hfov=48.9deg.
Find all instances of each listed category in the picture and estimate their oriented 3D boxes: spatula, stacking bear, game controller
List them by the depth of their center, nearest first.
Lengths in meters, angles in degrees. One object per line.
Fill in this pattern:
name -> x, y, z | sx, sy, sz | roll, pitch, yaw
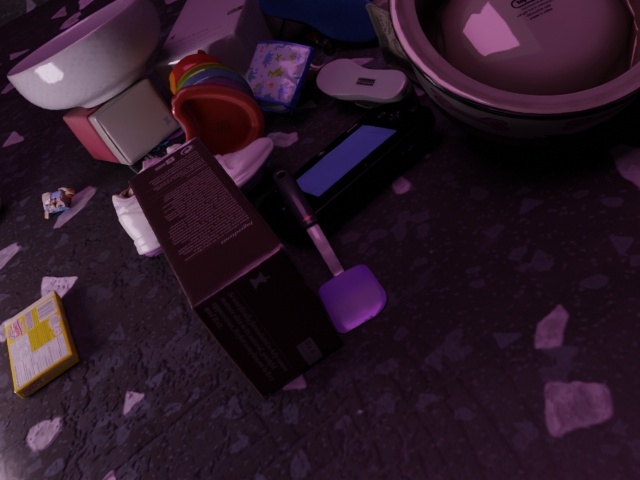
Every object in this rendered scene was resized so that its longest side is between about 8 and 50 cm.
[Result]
spatula -> 0.000, 0.000, 1.015 | 0.084, 0.030, 0.296 | -29, 62, -1
game controller -> 0.041, -0.124, 1.158 | 0.319, 0.067, 0.166 | -41, 39, -16
stacking bear -> -0.218, -0.276, 1.369 | 0.164, 0.175, 0.289 | -12, 37, -13

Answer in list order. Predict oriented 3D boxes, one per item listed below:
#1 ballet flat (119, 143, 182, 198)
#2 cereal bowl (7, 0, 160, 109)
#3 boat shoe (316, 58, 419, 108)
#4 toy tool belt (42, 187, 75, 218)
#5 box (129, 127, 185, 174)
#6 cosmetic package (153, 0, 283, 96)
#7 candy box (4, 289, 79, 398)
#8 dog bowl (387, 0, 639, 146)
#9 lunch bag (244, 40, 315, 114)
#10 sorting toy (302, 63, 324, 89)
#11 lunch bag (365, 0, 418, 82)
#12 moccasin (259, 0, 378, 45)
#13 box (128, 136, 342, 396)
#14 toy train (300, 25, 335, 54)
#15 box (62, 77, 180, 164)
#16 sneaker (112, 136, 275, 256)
ballet flat -> -0.289, -0.135, 1.370 | 0.248, 0.086, 0.086 | -45, 40, -20
cereal bowl -> -0.473, -0.379, 1.479 | 0.339, 0.141, 0.339 | -23, 29, 14
boat shoe -> 0.084, -0.280, 1.309 | 0.219, 0.070, 0.077 | 24, 84, 41
toy tool belt -> -0.560, -0.078, 1.512 | 0.083, 0.052, 0.051 | -14, 71, 24
box -> -0.324, -0.190, 1.497 | 0.162, 0.029, 0.116 | -41, 38, -12
cosmetic package -> -0.226, -0.478, 1.661 | 0.217, 0.156, 0.385 | -17, 40, 18
candy box -> -0.471, 0.168, 1.181 | 0.105, 0.027, 0.206 | -37, 38, -6
dog bowl -> 0.307, -0.317, 1.026 | 0.408, 0.150, 0.407 | -3, 68, 8
lunch bag -> -0.077, -0.325, 1.407 | 0.151, 0.096, 0.128 | 18, 88, 53
sorting toy -> -0.032, -0.358, 1.498 | 0.075, 0.044, 0.083 | -40, 40, -26
lunch bag -> 0.258, -0.377, 1.232 | 0.235, 0.169, 0.287 | -35, 44, -8
moccasin -> 0.018, -0.534, 1.558 | 0.342, 0.137, 0.117 | 29, 39, 27
box -> -0.133, 0.020, 1.005 | 0.143, 0.191, 0.381 | -35, 37, -7
toy train -> -0.010, -0.460, 1.599 | 0.027, 0.036, 0.158 | -33, 37, -5
box -> -0.441, -0.263, 1.548 | 0.148, 0.126, 0.232 | -45, 31, -21
sneaker -> -0.218, -0.107, 1.225 | 0.305, 0.152, 0.114 | -36, 4, -11
